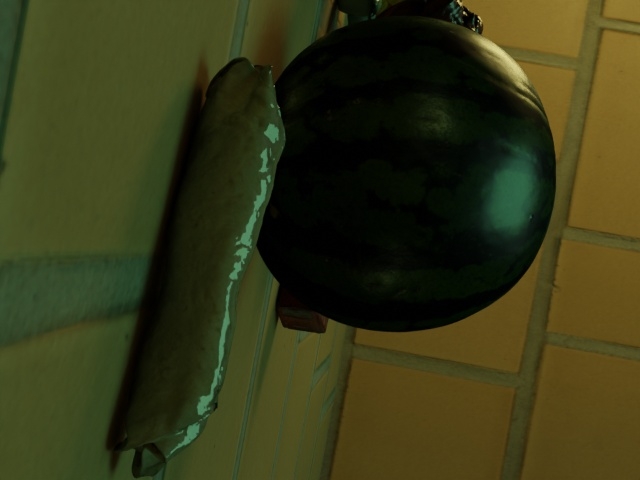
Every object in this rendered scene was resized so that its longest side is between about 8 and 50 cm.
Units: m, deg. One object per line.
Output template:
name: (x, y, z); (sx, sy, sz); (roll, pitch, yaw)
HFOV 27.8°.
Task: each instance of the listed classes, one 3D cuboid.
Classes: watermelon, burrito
watermelon: (0.071, -0.059, 1.156); (0.285, 0.285, 0.285); (10, 90, -85)
burrito: (-0.073, 0.016, 0.823); (0.082, 0.059, 0.275); (129, -25, -68)

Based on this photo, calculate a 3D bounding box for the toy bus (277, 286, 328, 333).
toy bus: (0.000, 0.000, 1.636); (0.096, 0.073, 0.235); (75, 26, -64)

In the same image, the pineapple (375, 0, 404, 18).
pineapple: (0.111, -0.310, 1.919); (0.164, 0.139, 0.250); (-71, 167, -71)

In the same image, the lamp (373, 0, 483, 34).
lamp: (0.133, -0.244, 1.589); (0.223, 0.151, 0.215); (-37, -138, 32)

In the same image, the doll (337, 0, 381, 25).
doll: (0.058, -0.319, 1.686); (0.159, 0.059, 0.159); (-71, 169, -51)
